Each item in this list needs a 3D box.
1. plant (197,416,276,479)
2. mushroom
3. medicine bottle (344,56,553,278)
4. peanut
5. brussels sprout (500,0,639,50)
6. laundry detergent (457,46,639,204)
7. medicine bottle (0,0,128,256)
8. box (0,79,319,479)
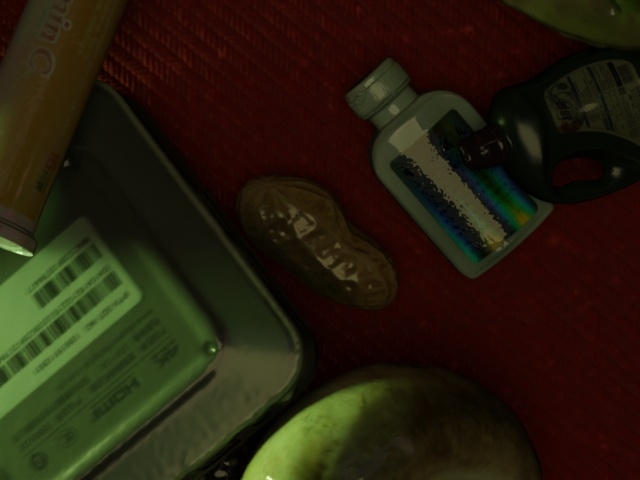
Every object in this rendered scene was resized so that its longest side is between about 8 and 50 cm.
[{"bbox_3d":[-0.114,0.230,1.815,0.132,0.129,0.194,11,92,27],"label":"plant"},{"bbox_3d":[0.070,0.284,1.730,0.352,0.260,0.352,-19,120,-35],"label":"mushroom"},{"bbox_3d":[0.121,-0.081,1.781,0.121,0.083,0.229,-41,97,2],"label":"medicine bottle"},{"bbox_3d":[0.000,0.000,1.800,0.194,0.083,0.093,35,101,-3],"label":"peanut"},{"bbox_3d":[0.309,-0.331,1.651,0.328,0.247,0.328,0,94,2],"label":"brussels sprout"},{"bbox_3d":[0.238,-0.102,1.737,0.222,0.078,0.144,-23,97,-20],"label":"laundry detergent"},{"bbox_3d":[-0.245,-0.199,1.698,0.108,0.108,0.426,22,80,-2],"label":"medicine bottle"},{"bbox_3d":[-0.250,0.095,1.756,0.396,0.111,0.396,-41,74,9],"label":"box"}]
